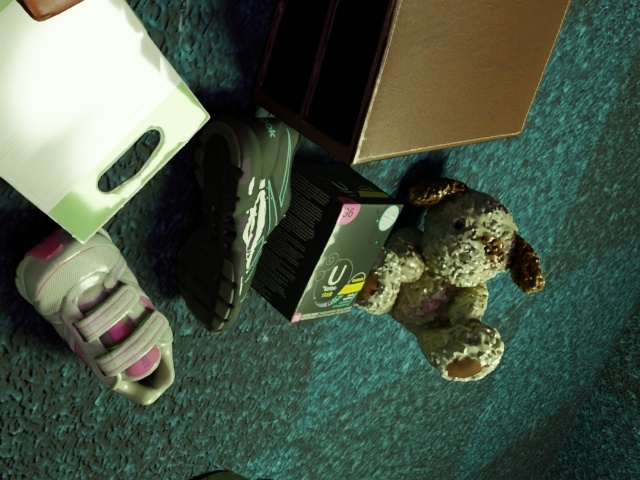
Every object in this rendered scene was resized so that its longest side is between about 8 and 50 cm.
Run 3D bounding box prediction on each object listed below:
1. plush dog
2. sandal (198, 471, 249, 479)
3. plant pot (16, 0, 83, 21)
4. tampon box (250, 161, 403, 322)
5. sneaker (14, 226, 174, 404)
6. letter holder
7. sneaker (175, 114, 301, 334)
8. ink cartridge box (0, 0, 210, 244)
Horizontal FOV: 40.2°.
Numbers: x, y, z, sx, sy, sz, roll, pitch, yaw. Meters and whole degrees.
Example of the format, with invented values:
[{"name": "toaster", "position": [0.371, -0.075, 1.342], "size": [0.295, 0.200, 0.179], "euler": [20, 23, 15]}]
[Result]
[{"name": "plush dog", "position": [0.184, 0.033, 1.243], "size": [0.225, 0.262, 0.210], "euler": [-50, -177, 16]}, {"name": "sandal", "position": [-0.112, 0.434, 1.352], "size": [0.086, 0.120, 0.303], "euler": [-40, 150, 8]}, {"name": "plant pot", "position": [-0.112, -0.279, 0.494], "size": [0.265, 0.272, 0.272], "euler": [-37, 146, -8]}, {"name": "tampon box", "position": [0.000, 0.000, 1.049], "size": [0.120, 0.101, 0.161], "euler": [-4, 125, -51]}, {"name": "sneaker", "position": [-0.204, 0.078, 0.864], "size": [0.103, 0.111, 0.252], "euler": [-42, 147, -13]}, {"name": "letter holder", "position": [0.108, -0.222, 0.916], "size": [0.302, 0.152, 0.214], "euler": [-15, 132, -44]}, {"name": "sneaker", "position": [-0.081, -0.012, 0.939], "size": [0.106, 0.101, 0.267], "euler": [-20, 138, -43]}, {"name": "ink cartridge box", "position": [-0.209, -0.120, 0.707], "size": [0.171, 0.056, 0.235], "euler": [-46, 149, -7]}]
